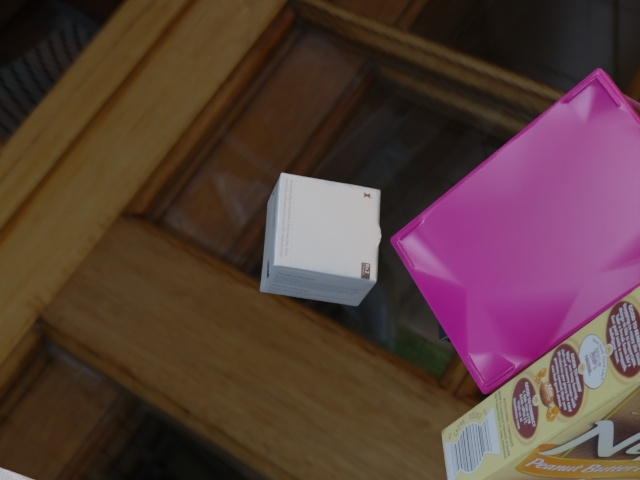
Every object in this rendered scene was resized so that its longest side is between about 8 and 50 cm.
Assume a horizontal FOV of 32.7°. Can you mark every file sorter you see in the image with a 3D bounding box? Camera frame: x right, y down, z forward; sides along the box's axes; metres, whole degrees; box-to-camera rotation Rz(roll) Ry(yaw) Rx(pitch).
[{"bbox_3d":[0.272,0.001,1.179,0.182,0.291,0.202,8,-133,-56],"label":"file sorter"}]

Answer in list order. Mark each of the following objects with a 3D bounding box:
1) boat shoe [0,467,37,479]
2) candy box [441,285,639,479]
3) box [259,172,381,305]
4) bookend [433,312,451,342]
[{"bbox_3d":[-0.349,0.296,1.207,0.229,0.076,0.080,27,159,-22],"label":"boat shoe"},{"bbox_3d":[0.279,0.170,1.045,0.183,0.087,0.316,14,142,-25],"label":"candy box"},{"bbox_3d":[0.000,0.000,1.862,0.182,0.181,0.119,10,152,-12],"label":"box"},{"bbox_3d":[0.224,0.111,1.696,0.157,0.072,0.156,19,145,-31],"label":"bookend"}]
